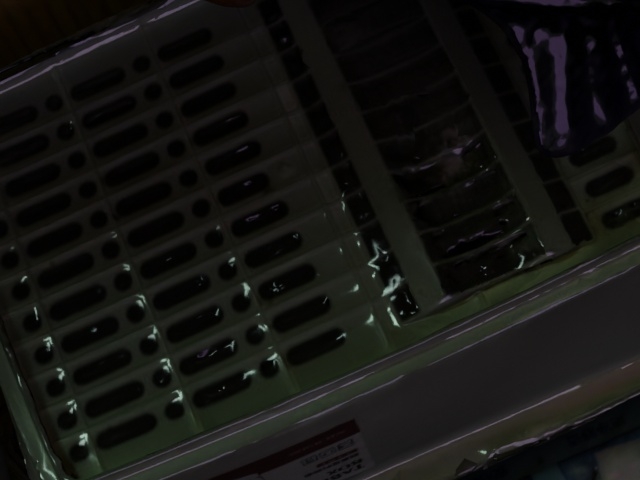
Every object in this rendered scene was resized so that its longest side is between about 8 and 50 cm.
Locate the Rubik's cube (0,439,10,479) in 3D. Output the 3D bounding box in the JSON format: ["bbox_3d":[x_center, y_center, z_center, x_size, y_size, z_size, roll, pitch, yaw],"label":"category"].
[{"bbox_3d":[-0.318,0.150,0.637,0.316,0.322,0.319,-40,134,13],"label":"Rubik's cube"}]

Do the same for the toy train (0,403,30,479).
[{"bbox_3d":[-0.062,0.160,0.860,0.261,0.177,0.134,-5,132,-21],"label":"toy train"}]

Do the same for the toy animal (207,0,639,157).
[{"bbox_3d":[-0.001,-0.146,0.577,0.122,0.298,0.185,-53,176,-31],"label":"toy animal"}]

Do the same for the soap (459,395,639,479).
[{"bbox_3d":[0.062,0.171,0.742,0.293,0.077,0.156,-25,135,1],"label":"soap"}]

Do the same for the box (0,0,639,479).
[{"bbox_3d":[0.000,0.000,0.709,0.291,0.220,0.166,-23,158,0],"label":"box"}]
